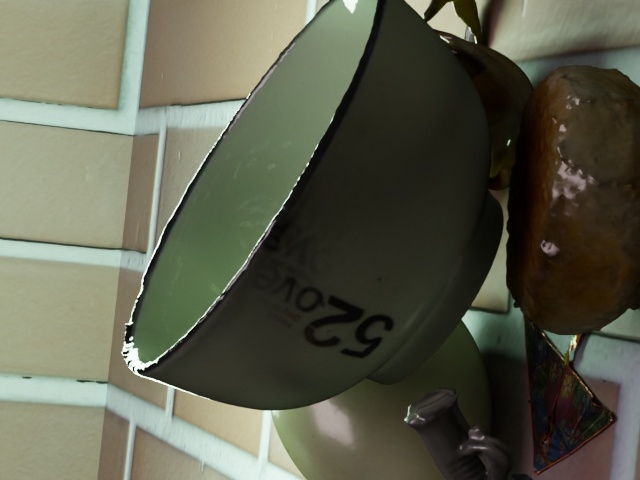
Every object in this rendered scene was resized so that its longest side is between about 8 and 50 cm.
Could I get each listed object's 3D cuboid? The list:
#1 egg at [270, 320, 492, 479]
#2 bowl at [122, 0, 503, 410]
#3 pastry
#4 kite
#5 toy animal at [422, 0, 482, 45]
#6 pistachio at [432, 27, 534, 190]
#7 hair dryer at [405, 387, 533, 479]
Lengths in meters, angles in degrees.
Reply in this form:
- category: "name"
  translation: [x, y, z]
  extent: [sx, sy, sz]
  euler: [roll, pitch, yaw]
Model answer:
- category: "egg"
  translation: [0.053, 0.136, 1.616]
  extent: [0.253, 0.189, 0.188]
  euler: [-117, 37, -47]
- category: "bowl"
  translation: [0.017, -0.008, 1.456]
  extent: [0.354, 0.185, 0.354]
  euler: [-52, 16, 21]
- category: "pastry"
  translation: [0.192, -0.028, 1.367]
  extent: [0.182, 0.093, 0.192]
  euler: [-89, 6, -61]
- category: "kite"
  translation: [0.189, 0.118, 1.498]
  extent: [0.190, 0.010, 0.159]
  euler: [-126, 45, -62]
- category: "toy animal"
  translation: [0.119, -0.254, 1.690]
  extent: [0.219, 0.095, 0.155]
  euler: [115, 150, -41]
- category: "pistachio"
  translation: [0.100, -0.108, 1.633]
  extent: [0.210, 0.130, 0.165]
  euler: [6, 125, 59]
- category: "hair dryer"
  translation: [0.177, 0.219, 1.031]
  extent: [0.121, 0.361, 0.301]
  euler: [-44, -2, -18]
